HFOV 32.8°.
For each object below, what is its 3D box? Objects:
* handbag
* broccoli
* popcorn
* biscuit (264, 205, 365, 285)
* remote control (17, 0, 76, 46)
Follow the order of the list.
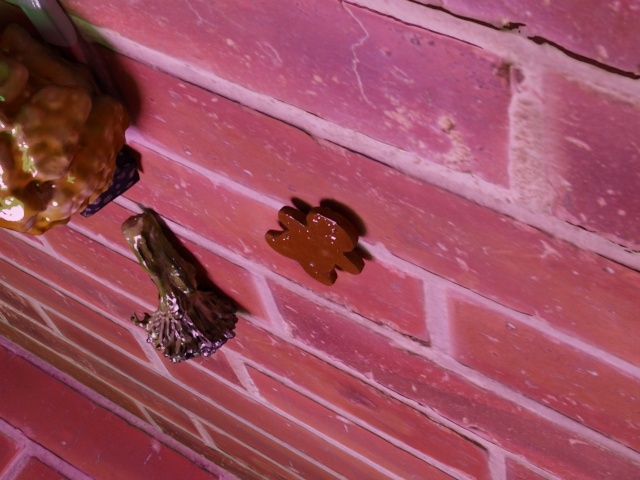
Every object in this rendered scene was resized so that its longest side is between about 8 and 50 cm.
[{"bbox_3d":[-0.359,-0.122,1.659,0.139,0.115,0.072,50,166,5],"label":"handbag"},{"bbox_3d":[-0.260,0.076,1.895,0.145,0.165,0.304,22,144,47],"label":"broccoli"},{"bbox_3d":[-0.418,-0.147,1.498,0.279,0.274,0.335,12,177,-25],"label":"popcorn"},{"bbox_3d":[0.000,0.000,1.466,0.138,0.031,0.205,36,158,-2],"label":"biscuit"},{"bbox_3d":[-0.368,-0.312,1.373,0.061,0.029,0.162,16,151,36],"label":"remote control"}]
